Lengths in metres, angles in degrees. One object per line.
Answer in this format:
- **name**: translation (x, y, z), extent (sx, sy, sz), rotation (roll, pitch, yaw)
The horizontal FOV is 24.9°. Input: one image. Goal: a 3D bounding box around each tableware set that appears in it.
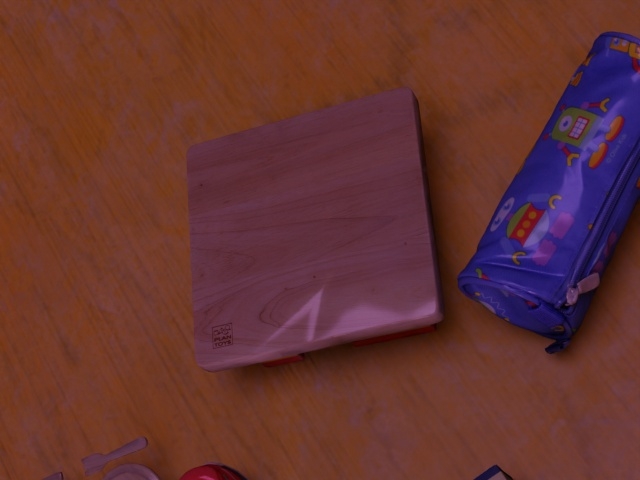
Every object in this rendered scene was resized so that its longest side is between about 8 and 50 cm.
- **tableware set**: translation (-0.234, 0.293, 1.507), extent (0.194, 0.039, 0.128), rotation (-24, 72, 19)

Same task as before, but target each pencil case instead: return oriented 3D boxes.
- **pencil case**: translation (0.252, -0.050, 1.393), extent (0.133, 0.119, 0.306), rotation (18, 75, 54)

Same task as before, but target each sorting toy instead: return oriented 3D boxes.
- **sorting toy**: translation (0.000, 0.000, 1.501), extent (0.257, 0.089, 0.255), rotation (-14, 63, 18)

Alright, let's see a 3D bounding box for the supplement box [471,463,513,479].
- **supplement box**: translation (0.157, 0.267, 1.335), extent (0.083, 0.056, 0.083), rotation (-36, 59, 6)

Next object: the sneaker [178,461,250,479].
- **sneaker**: translation (-0.122, 0.349, 1.385), extent (0.107, 0.118, 0.279), rotation (-7, 66, 22)
